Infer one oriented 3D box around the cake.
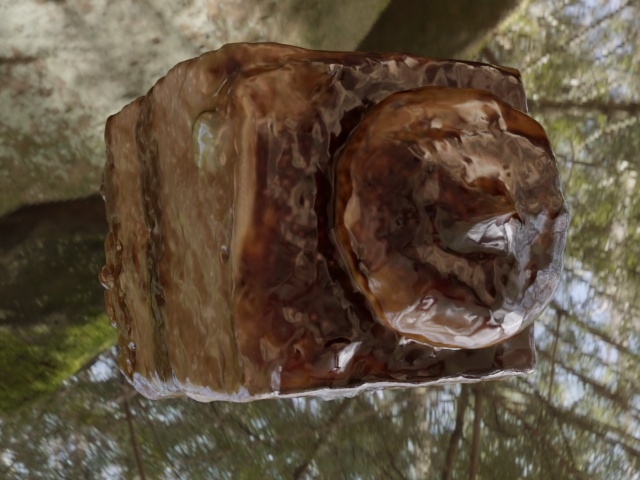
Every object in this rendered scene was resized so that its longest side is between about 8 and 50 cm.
[{"bbox_3d":[0.000,0.000,0.669,0.199,0.293,0.196,-1,-92,-22],"label":"cake"}]
